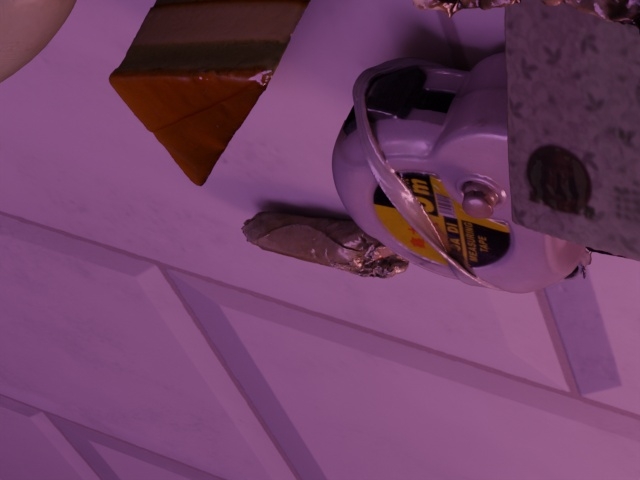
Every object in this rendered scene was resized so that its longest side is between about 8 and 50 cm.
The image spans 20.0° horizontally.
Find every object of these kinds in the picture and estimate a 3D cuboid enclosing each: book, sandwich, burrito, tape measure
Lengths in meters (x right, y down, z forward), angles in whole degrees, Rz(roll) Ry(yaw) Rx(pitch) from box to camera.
[{"bbox_3d":[0.206,-0.127,1.007,0.239,0.035,0.352,16,128,31],"label":"book"},{"bbox_3d":[-0.046,-0.124,1.388,0.187,0.117,0.144,3,148,43],"label":"sandwich"},{"bbox_3d":[-0.001,0.001,1.681,0.188,0.045,0.058,11,144,41],"label":"burrito"},{"bbox_3d":[0.106,-0.049,1.355,0.197,0.120,0.236,13,148,20],"label":"tape measure"}]

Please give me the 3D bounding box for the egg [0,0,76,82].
[{"bbox_3d":[-0.295,-0.211,1.371,0.295,0.218,0.218,-6,140,35],"label":"egg"}]

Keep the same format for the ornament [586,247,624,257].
[{"bbox_3d":[0.229,-0.100,1.104,0.166,0.153,0.196,10,141,36],"label":"ornament"}]

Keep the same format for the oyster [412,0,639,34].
[{"bbox_3d":[0.137,-0.207,0.933,0.214,0.083,0.223,13,119,34],"label":"oyster"}]
